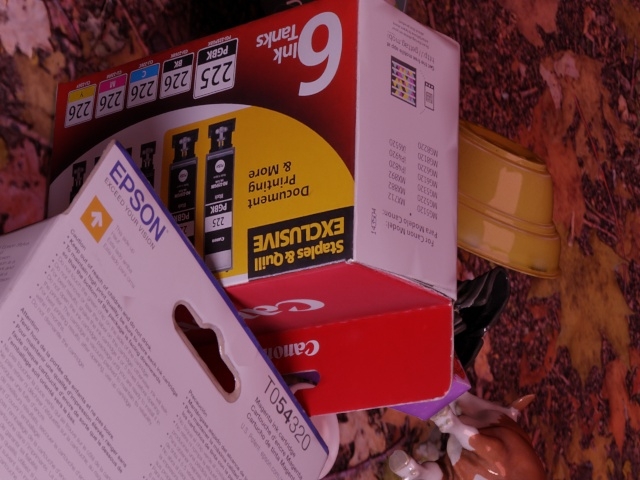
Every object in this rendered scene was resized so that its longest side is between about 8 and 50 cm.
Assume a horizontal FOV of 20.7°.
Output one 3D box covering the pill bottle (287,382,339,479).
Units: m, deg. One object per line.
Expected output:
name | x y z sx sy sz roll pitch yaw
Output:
pill bottle | -0.060 0.158 1.388 0.078 0.137 0.078 20 65 -49

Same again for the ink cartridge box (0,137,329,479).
ink cartridge box | -0.144 0.162 1.134 0.324 0.071 0.330 58 41 -32

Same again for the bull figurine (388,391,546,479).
bull figurine | 0.151 0.247 1.606 0.188 0.101 0.310 25 41 -44

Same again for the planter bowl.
planter bowl | 0.149 -0.055 1.645 0.217 0.217 0.090 9 111 -50

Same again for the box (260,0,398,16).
box | -0.007 -0.252 1.547 0.232 0.058 0.322 -62 131 -64

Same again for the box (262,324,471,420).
box | 0.000 0.000 1.475 0.201 0.057 0.293 24 35 -47

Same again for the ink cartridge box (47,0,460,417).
ink cartridge box | -0.056 -0.008 1.300 0.130 0.309 0.272 21 63 -47

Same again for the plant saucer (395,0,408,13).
plant saucer | 0.061 -0.227 1.753 0.067 0.018 0.192 37 54 -40

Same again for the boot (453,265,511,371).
boot | 0.112 0.049 1.618 0.083 0.161 0.246 56 42 -26
